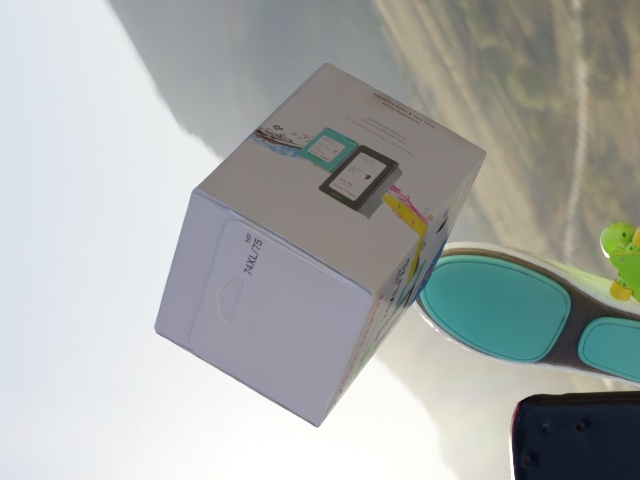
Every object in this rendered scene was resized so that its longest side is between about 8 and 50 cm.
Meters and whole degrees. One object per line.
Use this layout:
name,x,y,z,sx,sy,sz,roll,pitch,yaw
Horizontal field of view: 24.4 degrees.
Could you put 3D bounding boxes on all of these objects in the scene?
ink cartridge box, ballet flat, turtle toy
ink cartridge box,0.000,0.000,1.459,0.197,0.270,0.198,30,133,11
ballet flat,0.278,0.079,1.723,0.400,0.139,0.139,17,-164,-13
turtle toy,0.362,0.025,1.630,0.130,0.095,0.066,34,-147,26

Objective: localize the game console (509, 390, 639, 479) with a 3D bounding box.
game console,0.344,0.284,1.148,0.060,0.386,0.342,16,-109,-71
